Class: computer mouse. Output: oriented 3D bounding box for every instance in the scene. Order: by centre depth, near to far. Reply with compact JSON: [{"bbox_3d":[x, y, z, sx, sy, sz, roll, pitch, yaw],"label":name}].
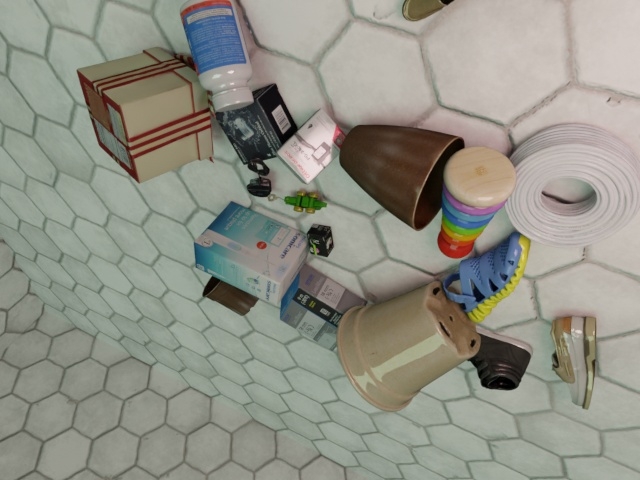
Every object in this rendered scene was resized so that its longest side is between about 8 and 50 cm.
[{"bbox_3d":[-0.170,-0.178,1.249,0.071,0.041,0.242,4,164,-4],"label":"computer mouse"}]

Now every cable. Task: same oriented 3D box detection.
[{"bbox_3d":[0.501,-0.103,0.923,0.257,0.089,0.257,44,138,-12],"label":"cable"}]

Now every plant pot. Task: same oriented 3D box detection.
[{"bbox_3d":[0.163,-0.167,1.009,0.230,0.215,0.215,29,141,25],"label":"plant pot"},{"bbox_3d":[0.269,0.281,1.302,0.334,0.334,0.305,43,128,-11],"label":"plant pot"},{"bbox_3d":[-0.321,0.185,1.679,0.165,0.167,0.167,40,139,-19],"label":"plant pot"}]

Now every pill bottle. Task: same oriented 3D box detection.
[{"bbox_3d":[-0.221,-0.407,1.003,0.124,0.124,0.222,-7,102,37],"label":"pill bottle"}]

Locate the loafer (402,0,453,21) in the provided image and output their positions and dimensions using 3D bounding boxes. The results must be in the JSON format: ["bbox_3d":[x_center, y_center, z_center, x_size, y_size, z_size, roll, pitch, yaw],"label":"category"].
[{"bbox_3d":[0.206,-0.440,0.809,0.148,0.050,0.056,-18,118,42],"label":"loafer"}]

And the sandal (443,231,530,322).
[{"bbox_3d":[0.412,0.090,1.148,0.138,0.126,0.317,30,138,10],"label":"sandal"}]

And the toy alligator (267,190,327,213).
[{"bbox_3d":[-0.060,-0.110,1.304,0.189,0.056,0.051,9,175,25],"label":"toy alligator"}]

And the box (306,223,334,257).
[{"bbox_3d":[0.000,0.000,1.369,0.062,0.052,0.083,11,133,24],"label":"box"}]

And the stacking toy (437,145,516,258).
[{"bbox_3d":[0.322,-0.055,1.020,0.141,0.141,0.330,20,154,14],"label":"stacking toy"}]

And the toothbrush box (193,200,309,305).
[{"bbox_3d":[-0.209,0.036,1.411,0.295,0.216,0.126,25,139,10],"label":"toothbrush box"}]

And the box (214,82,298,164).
[{"bbox_3d":[-0.157,-0.291,1.154,0.158,0.093,0.156,-5,127,37],"label":"box"}]

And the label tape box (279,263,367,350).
[{"bbox_3d":[-0.042,0.215,1.564,0.333,0.106,0.241,31,139,2],"label":"label tape box"}]

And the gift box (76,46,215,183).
[{"bbox_3d":[-0.409,-0.310,1.157,0.276,0.258,0.255,40,144,23],"label":"gift box"}]

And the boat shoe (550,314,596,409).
[{"bbox_3d":[0.680,0.324,1.220,0.103,0.113,0.303,2,120,32],"label":"boat shoe"}]

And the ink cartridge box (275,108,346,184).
[{"bbox_3d":[-0.019,-0.222,1.089,0.109,0.150,0.063,45,180,-15],"label":"ink cartridge box"}]

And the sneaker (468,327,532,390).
[{"bbox_3d":[0.461,0.348,1.345,0.295,0.147,0.105,11,136,26],"label":"sneaker"}]
